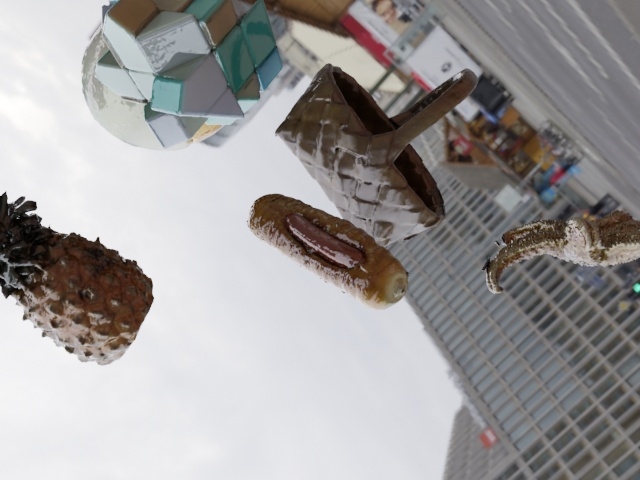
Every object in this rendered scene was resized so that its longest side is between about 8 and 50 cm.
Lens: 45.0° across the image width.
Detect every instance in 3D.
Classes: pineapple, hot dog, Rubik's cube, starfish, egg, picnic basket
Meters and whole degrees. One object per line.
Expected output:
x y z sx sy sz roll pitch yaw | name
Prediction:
-0.386 0.027 1.030 0.340 0.169 0.169 40 -166 -29 | pineapple
0.000 0.000 0.772 0.215 0.066 0.047 32 167 41 | hot dog
-0.199 -0.256 1.092 0.224 0.213 0.265 20 152 27 | Rubik's cube
0.402 0.011 1.216 0.312 0.303 0.113 -39 -58 -84 | starfish
-0.286 -0.344 1.476 0.337 0.337 0.201 41 161 -9 | egg
0.136 -0.188 1.326 0.337 0.337 0.293 42 -160 -3 | picnic basket
